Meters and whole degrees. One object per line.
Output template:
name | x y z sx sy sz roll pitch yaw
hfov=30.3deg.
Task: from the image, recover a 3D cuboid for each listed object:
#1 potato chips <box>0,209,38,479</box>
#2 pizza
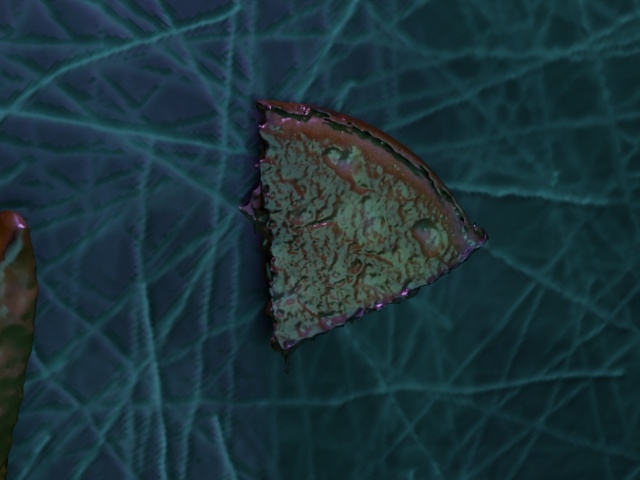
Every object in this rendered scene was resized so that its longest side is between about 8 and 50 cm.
potato chips | -0.141 0.189 0.453 0.080 0.057 0.407 -7 105 -29
pizza | 0.003 -0.015 0.469 0.100 0.029 0.099 -32 102 -11
